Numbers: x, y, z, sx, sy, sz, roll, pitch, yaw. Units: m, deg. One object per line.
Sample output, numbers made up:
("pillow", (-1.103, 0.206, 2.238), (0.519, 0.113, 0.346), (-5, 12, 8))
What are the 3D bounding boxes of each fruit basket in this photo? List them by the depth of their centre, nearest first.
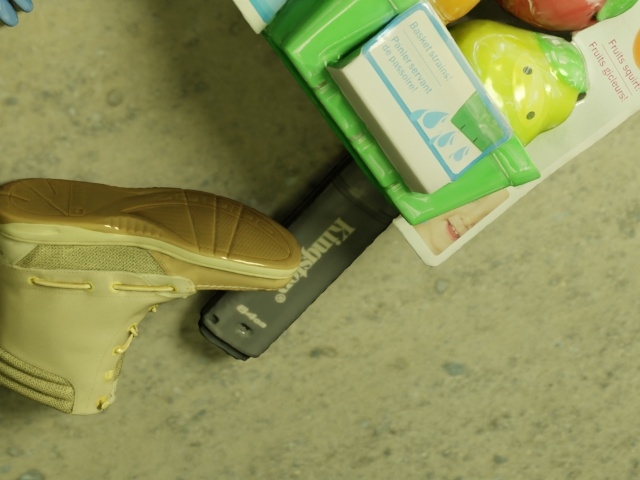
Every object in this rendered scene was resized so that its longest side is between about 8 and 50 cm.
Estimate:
("fruit basket", (0.144, -0.190, 1.236), (0.353, 0.165, 0.327), (-34, 117, 5))

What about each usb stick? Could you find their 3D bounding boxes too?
("usb stick", (0.000, 0.000, 1.416), (0.077, 0.045, 0.278), (33, 114, -27))

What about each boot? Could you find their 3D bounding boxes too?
("boot", (-0.159, 0.059, 1.398), (0.262, 0.095, 0.203), (7, 122, -8))

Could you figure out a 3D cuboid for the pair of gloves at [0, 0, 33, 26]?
("pair of gloves", (-0.232, -0.248, 1.226), (0.198, 0.023, 0.159), (-26, 124, 8))
